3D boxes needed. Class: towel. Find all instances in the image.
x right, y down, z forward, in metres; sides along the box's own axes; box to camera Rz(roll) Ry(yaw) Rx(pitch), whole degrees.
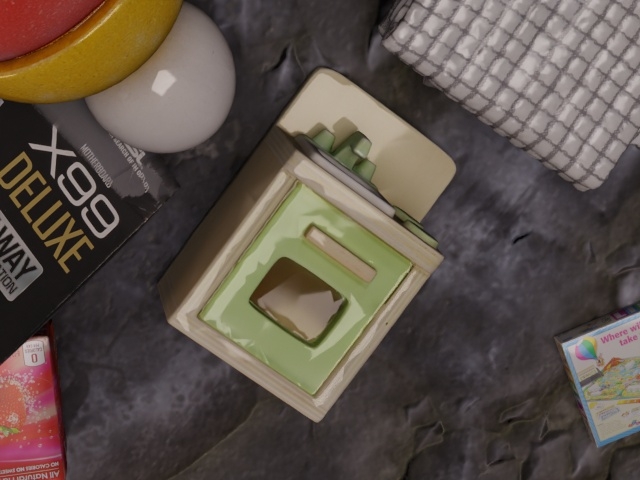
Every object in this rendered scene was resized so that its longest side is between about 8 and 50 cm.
[{"bbox_3d":[0.203,-0.211,1.505,0.235,0.121,0.284,31,95,-16],"label":"towel"}]

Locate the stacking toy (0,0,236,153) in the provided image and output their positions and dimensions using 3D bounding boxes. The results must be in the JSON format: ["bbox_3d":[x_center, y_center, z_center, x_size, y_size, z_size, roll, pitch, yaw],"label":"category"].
[{"bbox_3d":[-0.208,-0.215,1.305,0.350,0.350,0.480,-41,140,2],"label":"stacking toy"}]

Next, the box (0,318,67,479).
[{"bbox_3d":[-0.334,0.132,1.498,0.256,0.122,0.128,-6,105,-7],"label":"box"}]

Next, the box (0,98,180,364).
[{"bbox_3d":[-0.277,-0.086,1.411,0.307,0.076,0.242,56,50,-15],"label":"box"}]

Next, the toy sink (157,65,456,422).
[{"bbox_3d":[0.000,0.000,1.514,0.153,0.131,0.234,36,95,-16],"label":"toy sink"}]

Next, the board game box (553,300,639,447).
[{"bbox_3d":[0.292,0.103,1.638,0.154,0.026,0.103,-21,106,-3],"label":"board game box"}]
